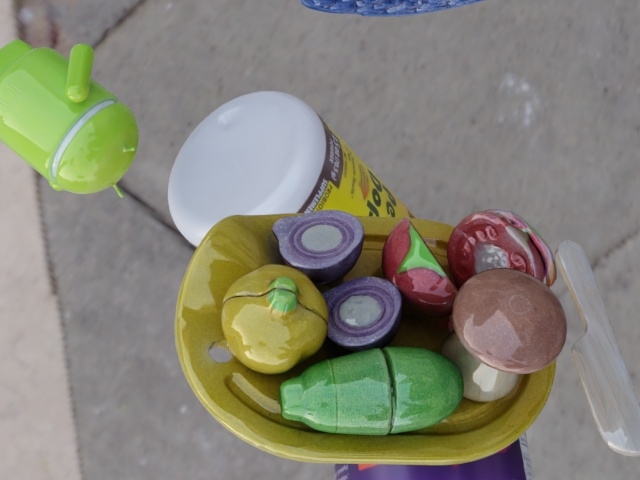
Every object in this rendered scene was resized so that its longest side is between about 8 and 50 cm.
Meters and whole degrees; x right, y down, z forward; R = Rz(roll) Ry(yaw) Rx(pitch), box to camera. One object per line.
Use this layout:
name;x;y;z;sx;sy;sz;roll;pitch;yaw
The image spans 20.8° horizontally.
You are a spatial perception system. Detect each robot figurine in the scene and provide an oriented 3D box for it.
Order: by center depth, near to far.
robot figurine;-0.162;-0.075;1.085;0.115;0.067;0.101;37;141;14

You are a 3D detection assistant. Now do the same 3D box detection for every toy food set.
toy food set;0.047;0.029;0.777;0.217;0.128;0.071;1;148;-14

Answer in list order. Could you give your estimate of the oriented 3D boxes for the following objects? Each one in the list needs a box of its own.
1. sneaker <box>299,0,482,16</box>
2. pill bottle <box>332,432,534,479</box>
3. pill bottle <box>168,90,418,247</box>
sneaker;-0.004;-0.140;0.619;0.081;0.232;0.090;-10;80;36
pill bottle;0.062;0.135;0.945;0.108;0.108;0.194;-16;70;22
pill bottle;0.000;0.000;1.180;0.117;0.117;0.215;-21;142;23
